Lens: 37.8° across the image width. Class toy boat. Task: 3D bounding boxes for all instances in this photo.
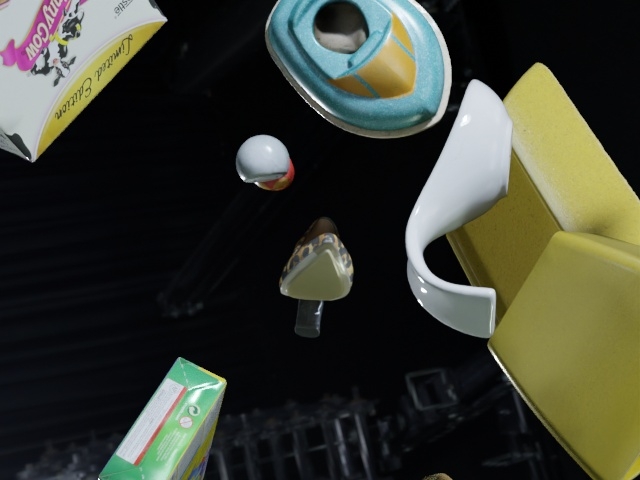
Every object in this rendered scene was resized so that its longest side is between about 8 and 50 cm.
[{"bbox_3d":[0.013,-0.192,1.197,0.267,0.148,0.318,38,-89,9],"label":"toy boat"}]

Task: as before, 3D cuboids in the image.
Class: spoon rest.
[{"bbox_3d":[0.127,-0.037,0.846,0.276,0.084,0.137,-75,164,-45],"label":"spoon rest"}]

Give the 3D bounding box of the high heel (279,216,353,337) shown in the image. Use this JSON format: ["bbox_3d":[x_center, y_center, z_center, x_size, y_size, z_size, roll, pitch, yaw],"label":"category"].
[{"bbox_3d":[0.000,0.000,1.274,0.261,0.093,0.186,104,-6,-61],"label":"high heel"}]

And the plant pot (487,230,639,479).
[{"bbox_3d":[0.301,0.099,0.955,0.187,0.212,0.212,36,-72,27],"label":"plant pot"}]

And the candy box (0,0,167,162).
[{"bbox_3d":[-0.232,-0.191,0.644,0.071,0.159,0.233,22,-23,40],"label":"candy box"}]

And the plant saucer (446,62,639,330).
[{"bbox_3d":[0.272,-0.004,1.228,0.333,0.080,0.333,105,-29,-48],"label":"plant saucer"}]

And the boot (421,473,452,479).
[{"bbox_3d":[0.156,0.492,1.564,0.203,0.095,0.262,0,-59,39],"label":"boot"}]

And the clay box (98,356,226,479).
[{"bbox_3d":[-0.145,0.215,0.820,0.053,0.127,0.222,26,-41,6],"label":"clay box"}]
